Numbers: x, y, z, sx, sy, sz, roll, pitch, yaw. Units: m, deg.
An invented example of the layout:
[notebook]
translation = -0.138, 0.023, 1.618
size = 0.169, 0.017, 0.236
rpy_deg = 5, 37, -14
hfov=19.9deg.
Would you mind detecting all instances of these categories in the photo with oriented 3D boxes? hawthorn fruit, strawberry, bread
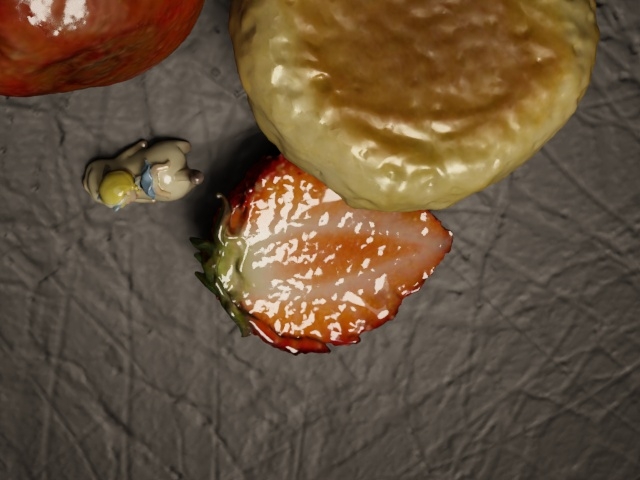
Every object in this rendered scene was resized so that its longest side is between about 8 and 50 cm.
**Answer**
[hawthorn fruit]
translation = -0.170, -0.187, 1.117
size = 0.224, 0.261, 0.224
rpy_deg = 9, 124, 14
[strawberry]
translation = 0.000, 0.000, 1.295
size = 0.187, 0.082, 0.146
rpy_deg = -6, 113, -13
[bread]
translation = 0.055, -0.137, 1.222
size = 0.244, 0.134, 0.244
rpy_deg = 0, 88, -6

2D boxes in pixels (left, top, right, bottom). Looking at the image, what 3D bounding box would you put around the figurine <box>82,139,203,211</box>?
[figurine]
translation = -0.125, -0.043, 1.278
size = 0.083, 0.050, 0.047
rpy_deg = -15, 103, -4
